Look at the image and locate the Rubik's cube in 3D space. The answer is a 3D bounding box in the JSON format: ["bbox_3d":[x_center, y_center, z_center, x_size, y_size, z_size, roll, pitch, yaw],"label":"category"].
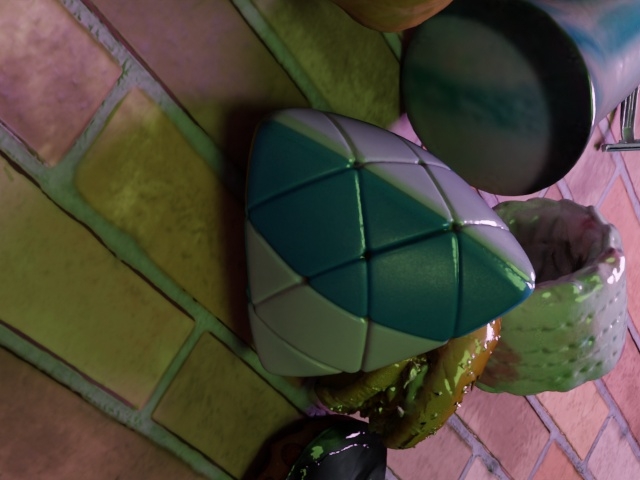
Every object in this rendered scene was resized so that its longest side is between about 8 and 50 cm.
[{"bbox_3d":[0.000,0.000,0.985,0.254,0.254,0.254,-29,130,-42],"label":"Rubik's cube"}]

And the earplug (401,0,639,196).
[{"bbox_3d":[0.238,-0.187,1.169,0.324,0.185,0.185,-35,134,-46],"label":"earplug"}]

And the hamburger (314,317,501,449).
[{"bbox_3d":[0.086,0.109,1.111,0.177,0.113,0.185,-43,-163,23],"label":"hamburger"}]

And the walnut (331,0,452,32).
[{"bbox_3d":[0.053,-0.243,0.908,0.167,0.149,0.166,-5,105,-17],"label":"walnut"}]

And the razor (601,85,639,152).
[{"bbox_3d":[0.374,-0.198,1.452,0.068,0.037,0.191,-3,113,-8],"label":"razor"}]

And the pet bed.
[{"bbox_3d":[-0.004,0.255,1.172,0.201,0.053,0.201,-28,128,-42],"label":"pet bed"}]

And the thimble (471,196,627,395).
[{"bbox_3d":[0.212,0.060,1.256,0.211,0.185,0.149,-15,124,-10],"label":"thimble"}]
